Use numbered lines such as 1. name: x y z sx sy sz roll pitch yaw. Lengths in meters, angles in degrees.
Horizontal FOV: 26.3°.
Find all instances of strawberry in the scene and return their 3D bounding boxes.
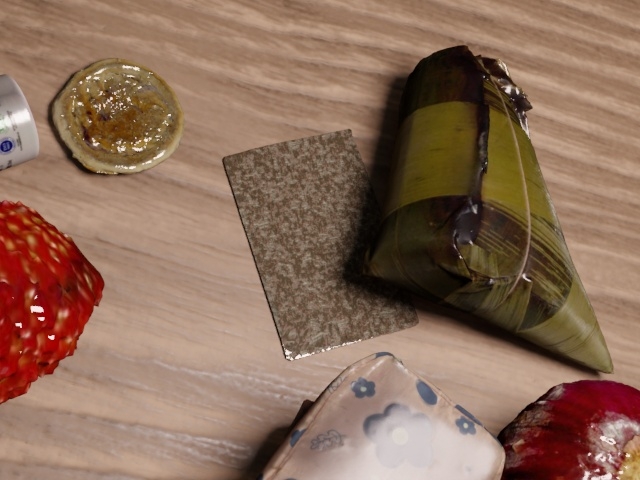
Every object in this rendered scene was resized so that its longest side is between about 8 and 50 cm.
1. strawberry: -0.375 0.049 1.203 0.292 0.292 0.343 49 47 3

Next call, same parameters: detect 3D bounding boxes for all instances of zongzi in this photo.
1. zongzi: 0.214 -0.032 1.494 0.317 0.154 0.289 29 60 -28

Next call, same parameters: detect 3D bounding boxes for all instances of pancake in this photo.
1. pancake: -0.210 -0.130 1.433 0.139 0.022 0.139 6 69 -16

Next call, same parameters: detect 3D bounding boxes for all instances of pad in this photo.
1. pad: 0.000 0.000 1.467 0.158 0.003 0.235 -14 76 -22

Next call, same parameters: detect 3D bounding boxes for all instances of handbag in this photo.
1. handbag: 0.025 0.252 1.283 0.190 0.193 0.251 38 66 4

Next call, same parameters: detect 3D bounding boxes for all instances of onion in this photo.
1. onion: 0.275 0.235 1.365 0.207 0.216 0.206 37 61 6

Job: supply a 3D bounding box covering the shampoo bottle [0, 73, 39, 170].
1. shampoo bottle: -0.425 -0.070 1.305 0.303 0.092 0.092 -23 80 -23
